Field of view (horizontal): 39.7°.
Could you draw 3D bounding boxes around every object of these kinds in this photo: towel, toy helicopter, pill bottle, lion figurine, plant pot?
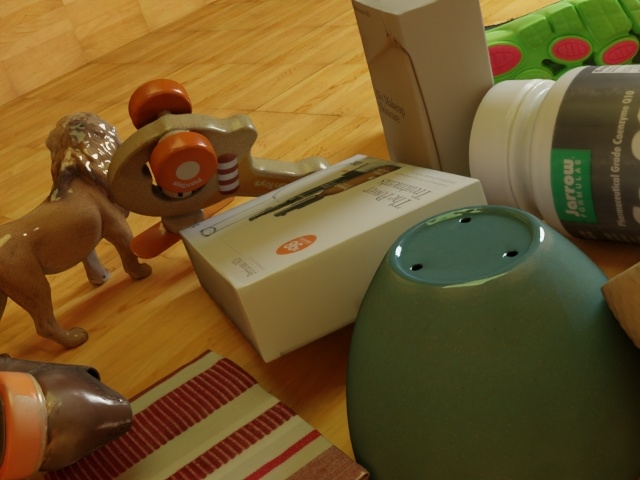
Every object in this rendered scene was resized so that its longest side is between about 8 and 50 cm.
[{"bbox_3d":[-0.127,0.230,0.858,0.237,0.037,0.329,-31,28,-21],"label":"towel"},{"bbox_3d":[-0.132,-0.079,1.260,0.355,0.235,0.140,3,44,-37],"label":"toy helicopter"},{"bbox_3d":[0.366,-0.096,0.999,0.361,0.204,0.204,7,35,40],"label":"pill bottle"},{"bbox_3d":[-0.366,-0.001,1.202,0.142,0.240,0.392,-4,30,23],"label":"lion figurine"},{"bbox_3d":[0.146,0.084,0.796,0.290,0.195,0.290,-14,27,7],"label":"plant pot"}]

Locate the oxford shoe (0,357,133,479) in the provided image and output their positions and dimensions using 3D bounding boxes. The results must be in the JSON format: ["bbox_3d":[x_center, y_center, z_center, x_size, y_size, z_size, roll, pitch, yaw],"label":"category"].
[{"bbox_3d":[-0.309,0.187,0.944,0.132,0.130,0.363,0,-1,-31],"label":"oxford shoe"}]

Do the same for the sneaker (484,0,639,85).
[{"bbox_3d":[0.333,-0.303,1.436,0.482,0.185,0.202,-9,26,8],"label":"sneaker"}]

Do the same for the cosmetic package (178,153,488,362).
[{"bbox_3d":[0.000,0.000,1.074,0.284,0.097,0.377,-26,16,-12],"label":"cosmetic package"}]

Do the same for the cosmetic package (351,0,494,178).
[{"bbox_3d":[0.150,-0.176,1.156,0.113,0.310,0.160,-23,27,-10],"label":"cosmetic package"}]

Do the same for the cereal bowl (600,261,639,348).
[{"bbox_3d":[0.390,0.016,0.643,0.338,0.141,0.339,-25,-14,-7],"label":"cereal bowl"}]
